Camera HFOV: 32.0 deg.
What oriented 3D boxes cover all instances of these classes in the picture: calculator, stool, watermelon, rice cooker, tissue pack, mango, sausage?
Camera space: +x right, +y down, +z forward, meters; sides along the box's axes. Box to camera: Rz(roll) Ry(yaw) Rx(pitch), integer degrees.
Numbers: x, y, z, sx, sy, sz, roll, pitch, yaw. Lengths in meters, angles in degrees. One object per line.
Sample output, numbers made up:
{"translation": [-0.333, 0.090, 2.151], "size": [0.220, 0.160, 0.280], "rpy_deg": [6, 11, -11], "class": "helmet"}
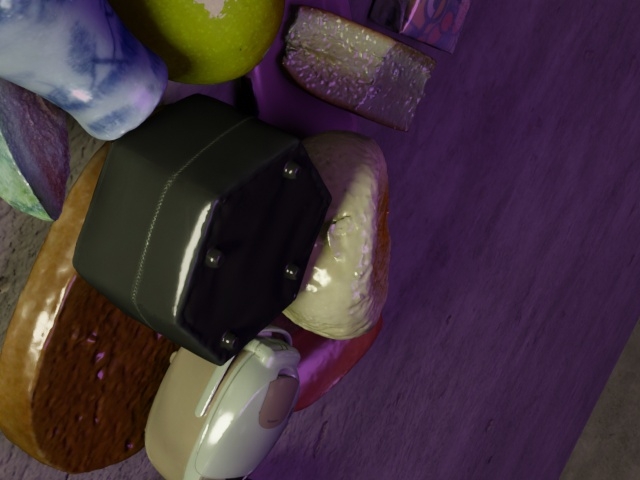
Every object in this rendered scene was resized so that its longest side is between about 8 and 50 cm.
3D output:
{"translation": [-0.020, -0.184, 1.277], "size": [0.194, 0.043, 0.294], "rpy_deg": [-40, 140, -34], "class": "calculator"}
{"translation": [-0.102, -0.011, 1.028], "size": [0.232, 0.141, 0.232], "rpy_deg": [-43, 146, -38], "class": "stool"}
{"translation": [-0.254, -0.097, 0.936], "size": [0.094, 0.081, 0.180], "rpy_deg": [4, 72, -38], "class": "watermelon"}
{"translation": [-0.106, 0.180, 1.209], "size": [0.145, 0.127, 0.206], "rpy_deg": [15, 97, -64], "class": "rice cooker"}
{"translation": [0.134, -0.305, 1.409], "size": [0.148, 0.060, 0.108], "rpy_deg": [6, 108, -57], "class": "tissue pack"}
{"translation": [-0.140, -0.249, 0.961], "size": [0.175, 0.143, 0.293], "rpy_deg": [-54, 138, -4], "class": "mango"}
{"translation": [-0.021, 0.126, 1.405], "size": [0.254, 0.148, 0.148], "rpy_deg": [-43, 143, -31], "class": "sausage"}

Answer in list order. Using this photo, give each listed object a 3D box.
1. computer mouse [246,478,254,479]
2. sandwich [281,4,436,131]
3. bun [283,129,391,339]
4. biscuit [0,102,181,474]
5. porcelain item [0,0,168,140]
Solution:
{"translation": [-0.183, 0.406, 1.387], "size": [0.374, 0.114, 0.203], "rpy_deg": [-16, 122, -61], "class": "computer mouse"}
{"translation": [0.059, -0.188, 1.276], "size": [0.258, 0.096, 0.094], "rpy_deg": [12, 104, -53], "class": "sandwich"}
{"translation": [0.000, 0.000, 1.225], "size": [0.244, 0.153, 0.244], "rpy_deg": [-3, 90, -80], "class": "bun"}
{"translation": [-0.187, 0.055, 1.170], "size": [0.394, 0.070, 0.350], "rpy_deg": [-63, 154, -3], "class": "biscuit"}
{"translation": [-0.228, -0.179, 0.849], "size": [0.141, 0.141, 0.259], "rpy_deg": [-58, 139, -10], "class": "porcelain item"}
